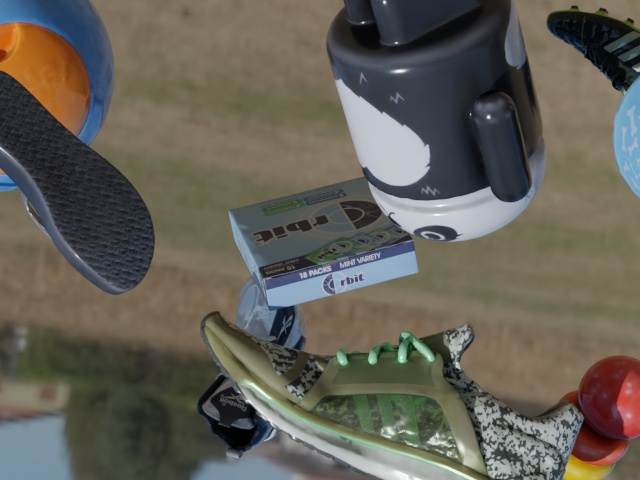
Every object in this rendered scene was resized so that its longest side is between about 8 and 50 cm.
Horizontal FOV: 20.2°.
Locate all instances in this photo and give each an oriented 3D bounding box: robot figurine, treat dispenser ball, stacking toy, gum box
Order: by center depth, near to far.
[{"bbox_3d":[0.101,-0.130,1.587,0.174,0.278,0.209,-6,-144,17],"label":"robot figurine"},{"bbox_3d":[0.000,0.000,1.849,0.157,0.041,0.184,-14,-155,-9],"label":"gum box"},{"bbox_3d":[0.263,0.234,1.965,0.141,0.141,0.330,10,138,-21],"label":"stacking toy"},{"bbox_3d":[-0.391,-0.202,2.147,0.288,0.288,0.288,8,175,1],"label":"treat dispenser ball"}]

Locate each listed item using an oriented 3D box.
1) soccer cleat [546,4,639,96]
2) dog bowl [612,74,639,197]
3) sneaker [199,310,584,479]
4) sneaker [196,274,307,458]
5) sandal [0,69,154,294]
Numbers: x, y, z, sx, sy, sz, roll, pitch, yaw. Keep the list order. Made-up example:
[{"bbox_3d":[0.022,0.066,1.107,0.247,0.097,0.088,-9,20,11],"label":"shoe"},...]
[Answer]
[{"bbox_3d":[0.297,-0.173,1.738,0.179,0.072,0.060,23,170,12],"label":"soccer cleat"},{"bbox_3d":[0.395,-0.117,1.530,0.166,0.297,0.074,52,-167,-22],"label":"dog bowl"},{"bbox_3d":[0.079,0.147,1.775,0.410,0.182,0.158,28,178,-1],"label":"sneaker"},{"bbox_3d":[-0.089,0.166,2.234,0.094,0.235,0.153,17,-154,12],"label":"sneaker"},{"bbox_3d":[-0.249,-0.055,1.694,0.097,0.254,0.054,-36,173,-34],"label":"sandal"}]
